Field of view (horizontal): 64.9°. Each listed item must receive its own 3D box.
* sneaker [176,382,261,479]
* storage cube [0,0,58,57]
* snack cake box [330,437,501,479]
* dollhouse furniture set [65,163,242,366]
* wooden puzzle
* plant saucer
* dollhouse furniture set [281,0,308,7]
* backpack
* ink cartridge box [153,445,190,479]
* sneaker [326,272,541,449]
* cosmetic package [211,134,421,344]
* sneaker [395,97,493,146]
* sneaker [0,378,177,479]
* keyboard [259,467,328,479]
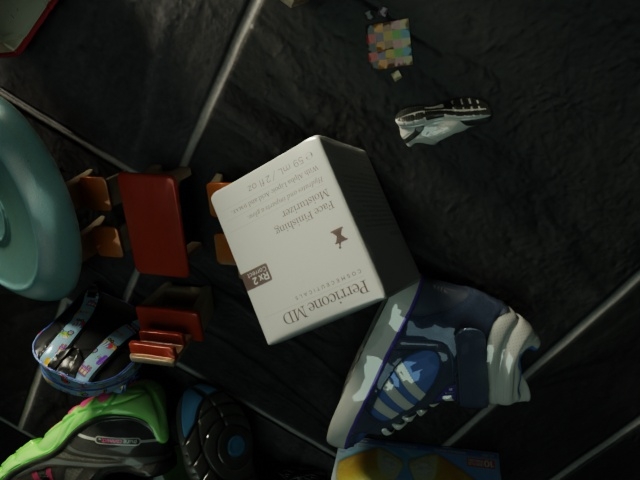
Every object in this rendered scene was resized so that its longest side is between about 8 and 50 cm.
[{"bbox_3d":[-0.169,0.414,0.877,0.140,0.125,0.340,-25,90,52],"label":"sneaker"},{"bbox_3d":[-0.414,-0.325,0.527,0.184,0.215,0.193,-34,99,26],"label":"storage cube"},{"bbox_3d":[0.150,0.412,0.798,0.265,0.152,0.089,1,116,12],"label":"snack cake box"},{"bbox_3d":[-0.221,0.029,0.701,0.262,0.135,0.258,4,117,12],"label":"dollhouse furniture set"},{"bbox_3d":[0.078,-0.224,0.574,0.050,0.006,0.083,-3,115,15],"label":"wooden puzzle"},{"bbox_3d":[-0.456,-0.050,0.710,0.318,0.044,0.317,15,120,29],"label":"plant saucer"},{"bbox_3d":[-0.086,-0.409,0.410,0.304,0.198,0.286,34,119,-4],"label":"dollhouse furniture set"},{"bbox_3d":[-0.349,0.173,0.784,0.158,0.173,0.116,23,119,0],"label":"backpack"},{"bbox_3d":[-0.252,0.501,0.923,0.209,0.062,0.108,48,128,37],"label":"ink cartridge box"},{"bbox_3d":[0.161,0.210,0.704,0.237,0.130,0.322,23,114,6],"label":"sneaker"},{"bbox_3d":[0.000,0.000,0.590,0.151,0.151,0.183,-26,81,23],"label":"cosmetic package"},{"bbox_3d":[0.145,-0.137,0.589,0.109,0.040,0.043,-3,132,19],"label":"sneaker"},{"bbox_3d":[-0.433,0.435,0.907,0.483,0.185,0.202,-41,69,28],"label":"sneaker"},{"bbox_3d":[-0.016,0.449,0.933,0.192,0.038,0.100,12,141,7],"label":"keyboard"}]
